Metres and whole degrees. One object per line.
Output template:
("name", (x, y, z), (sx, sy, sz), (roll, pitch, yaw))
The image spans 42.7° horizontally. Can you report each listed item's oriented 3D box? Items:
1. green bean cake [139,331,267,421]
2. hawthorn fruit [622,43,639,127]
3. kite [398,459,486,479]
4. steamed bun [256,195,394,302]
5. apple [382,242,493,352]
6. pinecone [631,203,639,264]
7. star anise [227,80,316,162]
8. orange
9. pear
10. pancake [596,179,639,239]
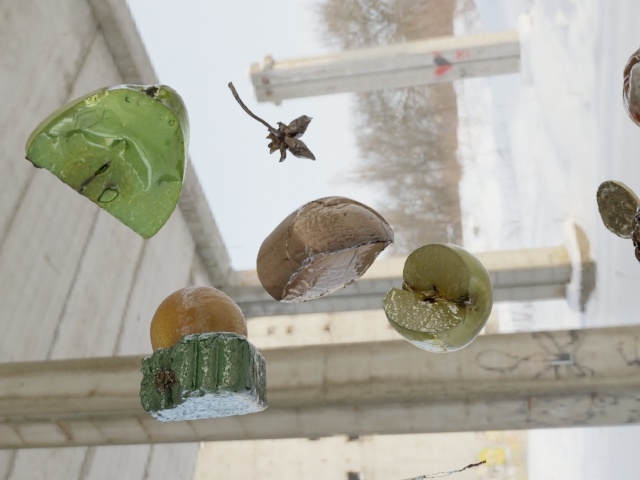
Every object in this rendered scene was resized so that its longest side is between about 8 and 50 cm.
("green bean cake", (-0.295, 0.328, 1.988), (0.308, 0.300, 0.169), (74, -168, -68))
("hawthorn fruit", (0.700, -0.310, 1.572), (0.231, 0.262, 0.235), (-38, 45, 49))
("kite", (0.255, 0.617, 2.129), (0.204, 0.360, 0.022), (43, -147, -68))
("steamed bun", (0.000, 0.000, 1.928), (0.301, 0.251, 0.199), (-10, -122, -43))
("apple", (0.336, 0.166, 2.262), (0.233, 0.257, 0.295), (33, -107, -37))
("pinecone", (0.603, -0.002, 1.296), (0.221, 0.221, 0.222), (-5, -90, -80))
("star anise", (-0.104, -0.294, 1.972), (0.148, 0.218, 0.227), (-56, -13, -6))
("orange", (-0.338, 0.257, 2.288), (0.274, 0.274, 0.274), (-5, -90, -80))
("pear", (-0.434, -0.222, 1.829), (0.342, 0.318, 0.238), (39, -174, -27))
("pancake", (0.714, -0.075, 1.963), (0.152, 0.025, 0.152), (49, 152, 39))
